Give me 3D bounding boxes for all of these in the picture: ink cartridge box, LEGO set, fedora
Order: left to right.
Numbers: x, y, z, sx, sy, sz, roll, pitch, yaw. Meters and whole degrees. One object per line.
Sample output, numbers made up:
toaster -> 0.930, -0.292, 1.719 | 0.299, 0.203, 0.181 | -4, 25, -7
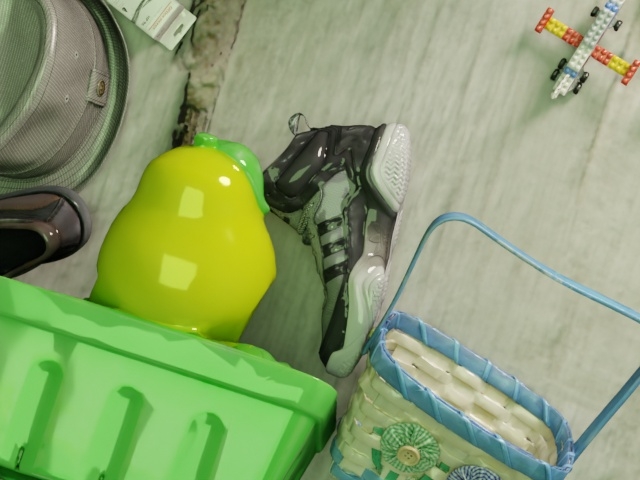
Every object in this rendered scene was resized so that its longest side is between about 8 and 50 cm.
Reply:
fedora -> -0.331, -0.168, 1.465 | 0.243, 0.124, 0.275 | 21, 93, 6
ink cartridge box -> -0.180, -0.248, 1.495 | 0.083, 0.028, 0.048 | 39, 94, 4
LEGO set -> 0.305, -0.250, 1.424 | 0.182, 0.060, 0.244 | -15, 90, 14

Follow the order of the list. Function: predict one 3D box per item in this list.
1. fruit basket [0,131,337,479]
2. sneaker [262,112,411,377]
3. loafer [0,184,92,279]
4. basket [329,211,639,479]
fruit basket -> -0.150, 0.091, 1.383 | 0.392, 0.283, 0.392 | 0, 72, 0
sneaker -> 0.000, 0.000, 1.446 | 0.153, 0.101, 0.268 | 12, 86, 7
loafer -> -0.391, 0.017, 1.466 | 0.302, 0.095, 0.109 | -17, 105, 15
basket -> 0.160, 0.147, 1.373 | 0.255, 0.201, 0.289 | 29, 102, -1
